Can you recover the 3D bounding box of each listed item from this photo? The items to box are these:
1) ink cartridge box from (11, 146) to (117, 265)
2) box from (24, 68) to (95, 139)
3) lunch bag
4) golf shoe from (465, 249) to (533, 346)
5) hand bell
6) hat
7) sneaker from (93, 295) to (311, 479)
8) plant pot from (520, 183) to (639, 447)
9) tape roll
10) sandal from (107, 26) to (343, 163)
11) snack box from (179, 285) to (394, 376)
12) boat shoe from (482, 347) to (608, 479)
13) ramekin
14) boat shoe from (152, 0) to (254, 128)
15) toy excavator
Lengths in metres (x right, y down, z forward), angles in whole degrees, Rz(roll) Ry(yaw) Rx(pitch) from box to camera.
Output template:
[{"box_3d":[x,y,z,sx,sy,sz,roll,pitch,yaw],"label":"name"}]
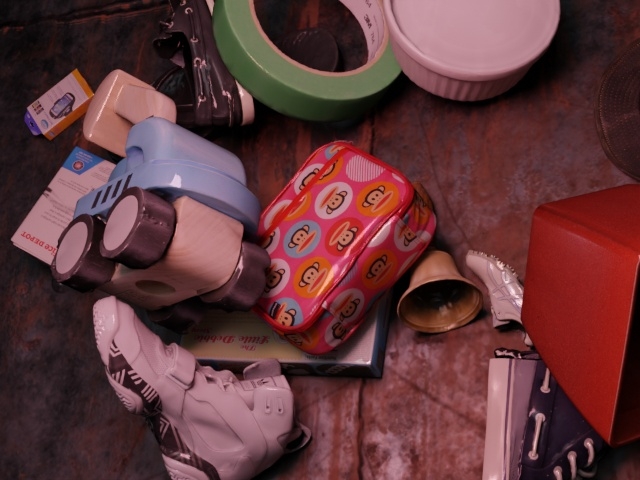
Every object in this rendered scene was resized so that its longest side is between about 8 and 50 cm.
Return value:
[{"box_3d":[-0.405,-0.038,1.999,0.148,0.086,0.203,26,77,29],"label":"ink cartridge box"},{"box_3d":[-0.482,-0.247,2.167,0.136,0.028,0.081,-39,58,3],"label":"box"},{"box_3d":[0.000,0.000,1.729,0.293,0.120,0.258,-50,45,-6],"label":"lunch bag"},{"box_3d":[0.264,0.082,1.691,0.176,0.069,0.086,39,89,33],"label":"golf shoe"},{"box_3d":[0.160,0.006,1.762,0.126,0.126,0.242,-19,48,12],"label":"hand bell"},{"box_3d":[0.551,-0.218,1.683,0.331,0.134,0.331,-9,64,18],"label":"hat"},{"box_3d":[-0.166,0.201,1.668,0.210,0.366,0.137,-28,22,-2],"label":"sneaker"},{"box_3d":[0.406,0.064,1.503,0.267,0.267,0.235,-13,29,-28],"label":"plant pot"},{"box_3d":[-0.012,-0.347,1.893,0.321,0.077,0.321,9,62,-17],"label":"tape roll"},{"box_3d":[-0.183,-0.265,2.009,0.445,0.107,0.168,-23,59,10],"label":"sandal"},{"box_3d":[-0.053,0.110,1.803,0.321,0.060,0.187,0,64,21],"label":"snack box"},{"box_3d":[0.298,0.301,1.534,0.158,0.127,0.341,-1,66,15],"label":"boat shoe"},{"box_3d":[0.228,-0.342,1.834,0.272,0.127,0.273,1,66,-2],"label":"ramekin"},{"box_3d":[-0.217,-0.321,1.928,0.113,0.127,0.340,-18,70,-15],"label":"boat shoe"},{"box_3d":[-0.245,-0.099,1.764,0.433,0.222,0.445,-20,52,47],"label":"toy excavator"}]
